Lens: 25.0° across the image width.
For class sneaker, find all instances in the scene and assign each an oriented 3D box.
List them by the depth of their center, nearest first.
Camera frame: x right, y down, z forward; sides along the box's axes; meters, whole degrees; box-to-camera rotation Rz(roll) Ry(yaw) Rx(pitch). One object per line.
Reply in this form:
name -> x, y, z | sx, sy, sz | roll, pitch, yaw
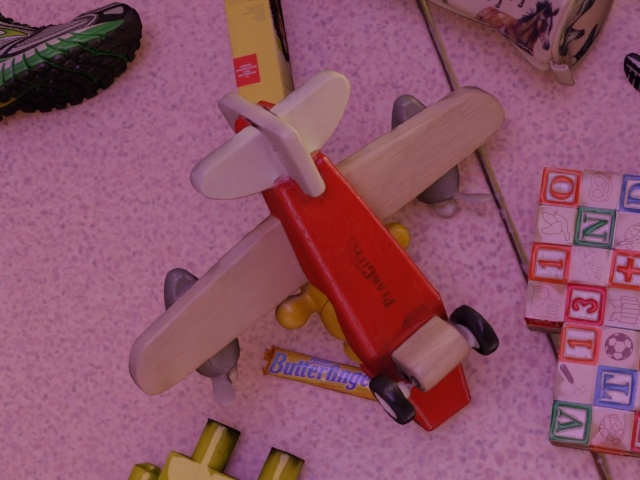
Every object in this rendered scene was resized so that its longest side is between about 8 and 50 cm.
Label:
sneaker -> 0.392, -0.179, 1.639 | 0.109, 0.040, 0.044 | 40, 73, 13
sneaker -> -0.384, -0.233, 1.764 | 0.343, 0.134, 0.146 | -14, 75, 10

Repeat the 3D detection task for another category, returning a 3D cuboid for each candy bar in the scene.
candy bar -> 0.009, 0.154, 1.659 | 0.161, 0.018, 0.040 | 13, 81, 14

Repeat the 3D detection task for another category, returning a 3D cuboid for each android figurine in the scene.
android figurine -> -0.126, 0.349, 1.628 | 0.248, 0.056, 0.273 | 20, 83, 15

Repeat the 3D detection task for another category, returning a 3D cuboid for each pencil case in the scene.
pencil case -> 0.146, -0.337, 1.658 | 0.410, 0.160, 0.183 | 30, 95, 17

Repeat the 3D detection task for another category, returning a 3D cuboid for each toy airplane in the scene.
toy airplane -> 0.000, 0.000, 1.562 | 0.386, 0.272, 0.384 | 8, 91, -19

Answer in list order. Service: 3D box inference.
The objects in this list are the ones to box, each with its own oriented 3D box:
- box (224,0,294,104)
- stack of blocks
box -> -0.068, -0.200, 1.714 | 0.058, 0.087, 0.232 | -11, 77, 10
stack of blocks -> 0.310, 0.080, 1.572 | 0.171, 0.087, 0.297 | 6, 80, 13
